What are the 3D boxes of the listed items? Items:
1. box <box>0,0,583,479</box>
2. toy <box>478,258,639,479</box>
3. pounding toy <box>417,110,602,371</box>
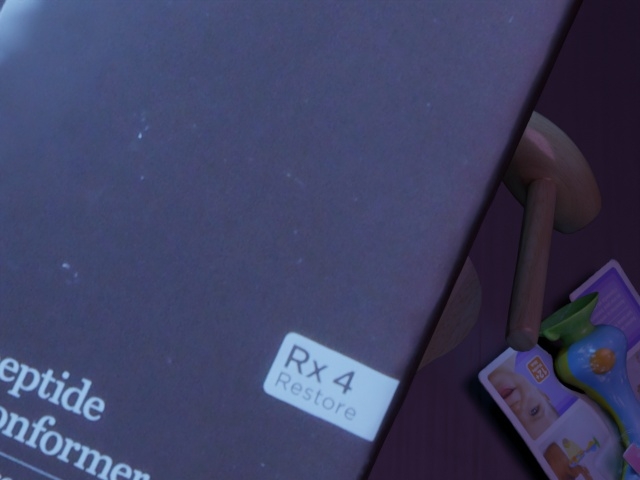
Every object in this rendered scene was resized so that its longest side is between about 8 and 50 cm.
[{"bbox_3d":[-0.048,0.009,0.712,0.191,0.143,0.381,24,78,2],"label":"box"},{"bbox_3d":[0.197,0.130,1.019,0.137,0.056,0.237,-35,89,-41],"label":"toy"},{"bbox_3d":[0.000,0.000,0.831,0.269,0.155,0.154,-41,102,-25],"label":"pounding toy"}]
